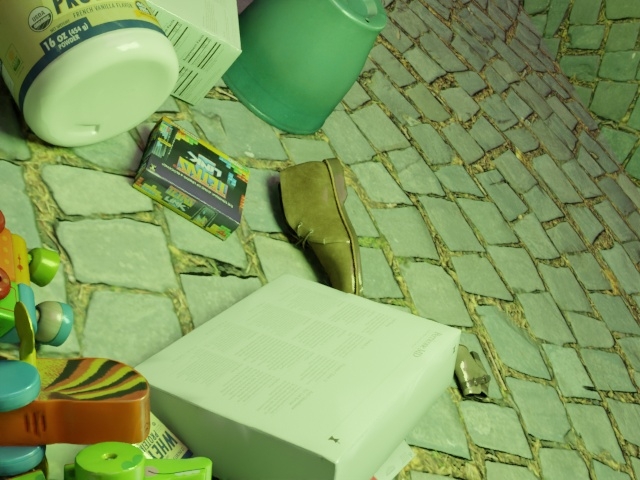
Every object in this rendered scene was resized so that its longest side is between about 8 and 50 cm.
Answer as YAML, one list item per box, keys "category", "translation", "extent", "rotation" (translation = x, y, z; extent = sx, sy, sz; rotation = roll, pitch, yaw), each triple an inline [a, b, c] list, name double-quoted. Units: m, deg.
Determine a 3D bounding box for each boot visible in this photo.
- category: "boot"
  translation: [0.249, 0.230, 1.605]
  extent: [0.118, 0.042, 0.087]
  rotation: [16, 52, -29]
- category: "boot"
  translation: [0.000, 0.000, 1.539]
  extent: [0.115, 0.112, 0.305]
  rotation: [-5, 59, -15]

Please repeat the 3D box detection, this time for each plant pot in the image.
- category: "plant pot"
  translation: [-0.023, -0.384, 1.739]
  extent: [0.271, 0.255, 0.272]
  rotation: [29, 38, -25]

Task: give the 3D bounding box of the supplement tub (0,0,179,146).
- category: "supplement tub"
  translation: [-0.368, -0.317, 1.306]
  extent: [0.228, 0.228, 0.316]
  rotation: [-11, 64, -53]

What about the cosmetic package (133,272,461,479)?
- category: "cosmetic package"
  translation: [-0.021, 0.177, 1.172]
  extent: [0.284, 0.097, 0.377]
  rotation: [15, 24, 25]

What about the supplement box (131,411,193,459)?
- category: "supplement box"
  translation: [-0.206, 0.246, 1.032]
  extent: [0.083, 0.083, 0.056]
  rotation: [45, 33, -3]

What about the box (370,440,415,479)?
- category: "box"
  translation: [0.040, 0.271, 1.325]
  extent: [0.186, 0.038, 0.145]
  rotation: [52, 34, 9]

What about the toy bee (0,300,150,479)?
- category: "toy bee"
  translation: [-0.327, 0.147, 0.936]
  extent: [0.298, 0.195, 0.162]
  rotation: [17, 18, -22]

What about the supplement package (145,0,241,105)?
- category: "supplement package"
  translation: [-0.262, -0.374, 1.555]
  extent: [0.203, 0.149, 0.194]
  rotation: [23, 40, -32]

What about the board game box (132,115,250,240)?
- category: "board game box"
  translation: [-0.197, -0.098, 1.434]
  extent: [0.170, 0.048, 0.141]
  rotation: [31, 35, -23]

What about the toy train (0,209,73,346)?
- category: "toy train"
  translation: [-0.373, 0.010, 1.086]
  extent: [0.143, 0.105, 0.248]
  rotation: [25, 38, -46]

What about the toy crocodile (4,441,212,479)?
- category: "toy crocodile"
  translation: [-0.265, 0.258, 0.864]
  extent: [0.340, 0.115, 0.105]
  rotation: [-7, 18, -25]
